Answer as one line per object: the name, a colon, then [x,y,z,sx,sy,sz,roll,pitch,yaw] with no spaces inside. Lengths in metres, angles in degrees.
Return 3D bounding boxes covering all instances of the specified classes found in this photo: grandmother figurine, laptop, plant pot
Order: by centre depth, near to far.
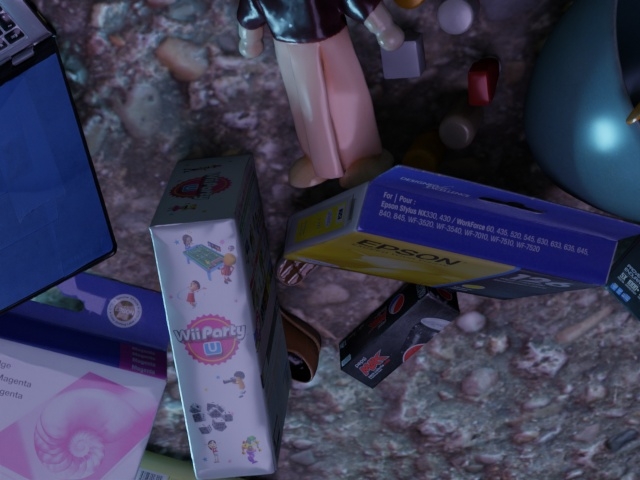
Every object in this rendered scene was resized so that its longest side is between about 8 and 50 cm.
grandmother figurine: [-0.010,-0.217,1.382,0.207,0.104,0.342,-3,122,26]
laptop: [-0.472,-0.113,1.385,0.382,0.236,0.408,-27,124,17]
plant pot: [0.328,-0.138,1.395,0.290,0.290,0.195,35,146,-25]

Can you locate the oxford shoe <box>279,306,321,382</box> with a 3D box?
oxford shoe: [-0.085,0.111,1.677,0.212,0.076,0.076,30,123,-21]

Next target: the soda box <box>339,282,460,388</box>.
soda box: [0.099,0.112,1.696,0.060,0.053,0.169,32,121,-24]

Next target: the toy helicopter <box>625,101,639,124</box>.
toy helicopter: [0.409,-0.148,1.276,0.235,0.355,0.140,30,137,-18]

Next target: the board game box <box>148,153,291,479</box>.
board game box: [-0.106,0.080,1.511,0.097,0.224,0.303,-6,111,5]

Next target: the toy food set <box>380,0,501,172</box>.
toy food set: [0.135,-0.189,1.456,0.111,0.104,0.232,-3,111,17]

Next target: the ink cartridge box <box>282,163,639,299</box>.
ink cartridge box: [0.152,0.004,1.473,0.303,0.072,0.307,13,171,-19]

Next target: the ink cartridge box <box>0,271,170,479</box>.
ink cartridge box: [-0.364,0.191,1.639,0.324,0.071,0.330,16,99,-16]

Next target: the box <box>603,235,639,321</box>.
box: [0.450,0.053,1.584,0.180,0.077,0.147,47,124,18]

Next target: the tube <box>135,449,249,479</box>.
tube: [-0.174,0.347,1.874,0.240,0.062,0.070,21,168,-23]

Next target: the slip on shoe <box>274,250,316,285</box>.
slip on shoe: [0.000,0.000,1.615,0.135,0.041,0.051,-43,113,6]
